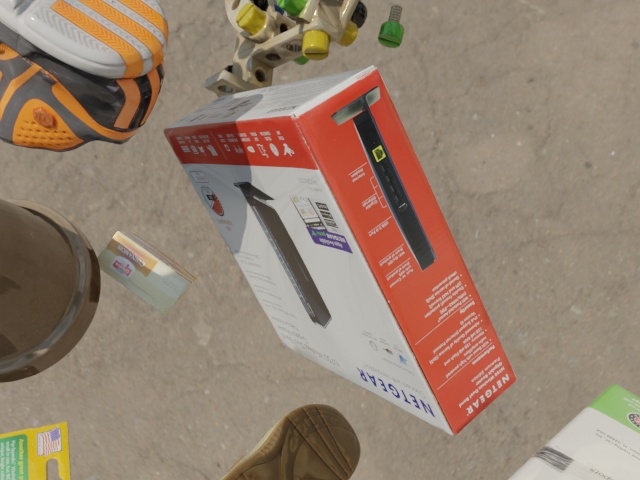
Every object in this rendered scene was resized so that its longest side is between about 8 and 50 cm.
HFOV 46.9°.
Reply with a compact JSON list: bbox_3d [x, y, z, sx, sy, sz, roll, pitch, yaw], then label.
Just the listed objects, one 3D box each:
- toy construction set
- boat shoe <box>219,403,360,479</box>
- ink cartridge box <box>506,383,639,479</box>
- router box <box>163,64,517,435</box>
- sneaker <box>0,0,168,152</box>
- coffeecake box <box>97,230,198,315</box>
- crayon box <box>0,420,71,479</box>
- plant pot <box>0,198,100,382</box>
[{"bbox_3d":[-0.061,-0.284,0.948,0.258,0.309,0.237,6,73,22],"label":"toy construction set"},{"bbox_3d":[-0.068,0.326,0.989,0.123,0.123,0.342,55,31,7],"label":"boat shoe"},{"bbox_3d":[0.246,0.250,0.569,0.198,0.114,0.273,31,32,33],"label":"ink cartridge box"},{"bbox_3d":[0.000,0.000,0.714,0.082,0.335,0.301,-35,110,-20],"label":"router box"},{"bbox_3d":[-0.277,-0.178,0.588,0.321,0.180,0.124,37,54,1],"label":"sneaker"},{"bbox_3d":[-0.287,0.052,1.238,0.142,0.185,0.068,37,87,-5],"label":"coffeecake box"},{"bbox_3d":[-0.532,0.414,1.116,0.323,0.083,0.203,-11,58,-8],"label":"crayon box"},{"bbox_3d":[-0.445,0.040,0.960,0.263,0.229,0.263,0,70,-1],"label":"plant pot"}]
